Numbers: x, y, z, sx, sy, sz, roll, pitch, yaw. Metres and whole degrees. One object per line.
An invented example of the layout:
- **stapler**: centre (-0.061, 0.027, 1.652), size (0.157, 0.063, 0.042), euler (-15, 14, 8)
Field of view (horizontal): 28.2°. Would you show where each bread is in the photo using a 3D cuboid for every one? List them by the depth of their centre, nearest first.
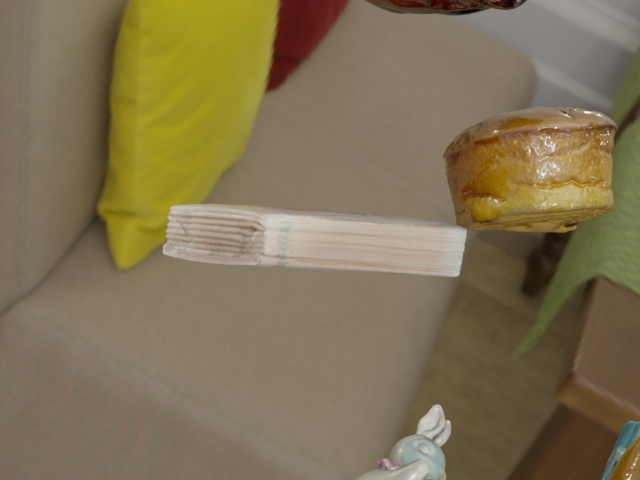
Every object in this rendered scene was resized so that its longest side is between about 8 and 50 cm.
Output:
- **bread**: centre (0.252, -0.084, 1.534), size (0.195, 0.269, 0.143), euler (-3, 86, -8)

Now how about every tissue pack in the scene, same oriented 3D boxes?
- **tissue pack**: centre (0.000, 0.000, 1.458), size (0.325, 0.071, 0.170), euler (4, 3, -44)

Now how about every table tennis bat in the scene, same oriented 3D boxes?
- **table tennis bat**: centre (0.288, 0.241, 1.249), size (0.033, 0.124, 0.201), euler (18, 33, 21)

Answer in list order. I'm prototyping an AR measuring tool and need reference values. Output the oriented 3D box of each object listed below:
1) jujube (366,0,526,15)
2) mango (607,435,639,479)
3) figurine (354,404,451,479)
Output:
- **jujube**: centre (0.134, -0.325, 1.454), size (0.236, 0.168, 0.168), euler (22, 37, 20)
- **mango**: centre (0.291, 0.239, 1.108), size (0.085, 0.102, 0.184), euler (36, 62, -46)
- **figurine**: centre (0.151, 0.382, 2.033), size (0.235, 0.127, 0.155), euler (-44, 30, -11)
